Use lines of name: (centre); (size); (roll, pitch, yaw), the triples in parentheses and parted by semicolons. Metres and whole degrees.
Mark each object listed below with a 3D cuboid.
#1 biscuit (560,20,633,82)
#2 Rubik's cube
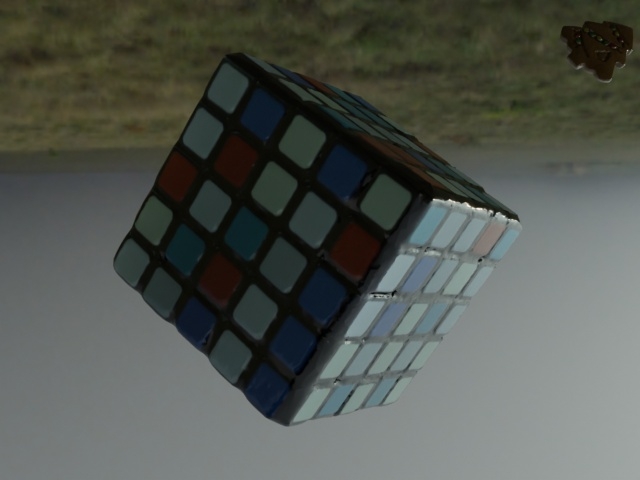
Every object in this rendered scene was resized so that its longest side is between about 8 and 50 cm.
biscuit: (0.312, -0.215, 0.983); (0.092, 0.082, 0.016); (-27, 159, -15)
Rubik's cube: (0.000, 0.000, 0.630); (0.182, 0.184, 0.187); (40, -165, 25)
